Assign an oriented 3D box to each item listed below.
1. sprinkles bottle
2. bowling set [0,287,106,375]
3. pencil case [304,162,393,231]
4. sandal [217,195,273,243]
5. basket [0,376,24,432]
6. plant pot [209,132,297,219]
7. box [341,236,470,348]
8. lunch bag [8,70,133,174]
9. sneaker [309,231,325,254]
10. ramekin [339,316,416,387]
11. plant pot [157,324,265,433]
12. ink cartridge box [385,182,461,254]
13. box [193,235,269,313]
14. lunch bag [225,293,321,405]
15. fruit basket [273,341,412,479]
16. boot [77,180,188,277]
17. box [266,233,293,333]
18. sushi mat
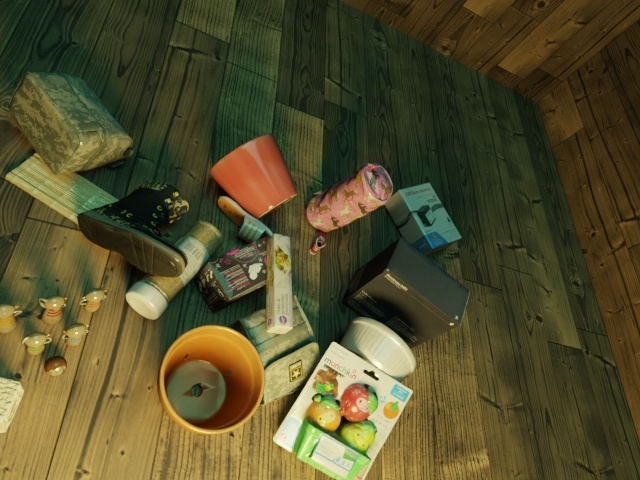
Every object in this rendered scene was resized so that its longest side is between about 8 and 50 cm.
[{"bbox_3d":[-0.456,0.086,1.538,0.121,0.121,0.355,40,50,-6],"label":"sprinkles bottle"},{"bbox_3d":[-0.696,0.244,1.276,0.287,0.154,0.199,-15,72,-36],"label":"bowling set"},{"bbox_3d":[0.105,-0.161,1.851,0.167,0.386,0.160,41,54,-20],"label":"pencil case"},{"bbox_3d":[-0.287,-0.051,1.745,0.265,0.102,0.076,38,51,4],"label":"sandal"},{"bbox_3d":[-0.822,0.382,1.151,0.167,0.103,0.113,21,53,-19],"label":"basket"},{"bbox_3d":[-0.229,-0.223,1.783,0.275,0.275,0.243,-35,94,-40],"label":"plant pot"},{"bbox_3d":[0.318,0.211,1.815,0.343,0.312,0.178,38,50,-8],"label":"box"},{"bbox_3d":[-0.785,-0.378,1.552,0.305,0.213,0.256,52,32,2],"label":"lunch bag"},{"bbox_3d":[0.000,0.000,1.902,0.042,0.067,0.118,35,51,-10],"label":"sneaker"},{"bbox_3d":[0.183,0.405,1.661,0.273,0.273,0.127,45,61,-1],"label":"ramekin"},{"bbox_3d":[-0.329,0.411,1.371,0.291,0.203,0.290,15,56,-23],"label":"plant pot"},{"bbox_3d":[0.468,-0.093,2.203,0.223,0.129,0.307,-16,73,-37],"label":"ink cartridge box"},{"bbox_3d":[-0.266,0.115,1.610,0.247,0.163,0.142,-25,81,-40],"label":"box"},{"bbox_3d":[-0.138,0.356,1.549,0.235,0.169,0.286,-19,80,-38],"label":"lunch bag"},{"bbox_3d":[0.081,0.549,1.493,0.327,0.165,0.353,35,86,-10],"label":"fruit basket"},{"bbox_3d":[-0.516,-0.051,1.504,0.378,0.138,0.284,20,39,17],"label":"boot"},{"bbox_3d":[-0.133,0.133,1.531,0.063,0.067,0.323,13,57,-27],"label":"box"},{"bbox_3d":[-0.805,-0.154,1.532,0.317,0.019,0.151,34,50,-10],"label":"sushi mat"}]
